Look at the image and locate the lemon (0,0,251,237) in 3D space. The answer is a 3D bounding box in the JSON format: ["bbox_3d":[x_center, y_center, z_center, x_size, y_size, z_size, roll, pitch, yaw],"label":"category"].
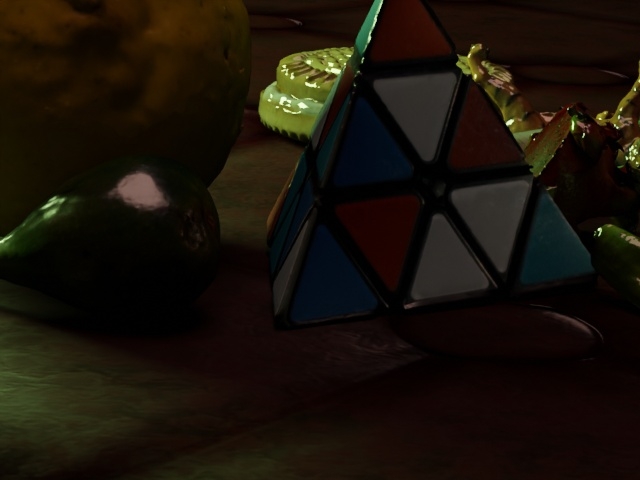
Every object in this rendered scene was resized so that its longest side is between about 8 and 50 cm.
[{"bbox_3d":[-0.187,-0.132,1.485,0.297,0.297,0.297,3,14,-1],"label":"lemon"}]

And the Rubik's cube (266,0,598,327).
[{"bbox_3d":[0.000,0.000,1.445,0.250,0.284,0.234,-16,23,38],"label":"Rubik's cube"}]

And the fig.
[{"bbox_3d":[-0.157,0.000,1.344,0.178,0.117,0.117,-4,14,3],"label":"fig"}]

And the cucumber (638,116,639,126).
[{"bbox_3d":[0.421,-0.089,1.891,0.241,0.074,0.074,16,19,32],"label":"cucumber"}]

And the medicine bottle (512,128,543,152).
[{"bbox_3d":[0.137,-0.059,1.725,0.059,0.059,0.231,17,20,42],"label":"medicine bottle"}]

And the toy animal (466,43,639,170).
[{"bbox_3d":[0.207,-0.101,1.860,0.255,0.114,0.116,5,54,10],"label":"toy animal"}]

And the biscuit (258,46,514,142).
[{"bbox_3d":[0.066,-0.144,1.994,0.259,0.079,0.259,3,14,-1],"label":"biscuit"}]

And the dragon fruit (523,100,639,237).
[{"bbox_3d":[0.208,-0.055,1.613,0.175,0.142,0.138,19,-30,-28],"label":"dragon fruit"}]

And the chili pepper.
[{"bbox_3d":[0.266,0.037,1.397,0.050,0.052,0.202,30,-5,-36],"label":"chili pepper"}]
